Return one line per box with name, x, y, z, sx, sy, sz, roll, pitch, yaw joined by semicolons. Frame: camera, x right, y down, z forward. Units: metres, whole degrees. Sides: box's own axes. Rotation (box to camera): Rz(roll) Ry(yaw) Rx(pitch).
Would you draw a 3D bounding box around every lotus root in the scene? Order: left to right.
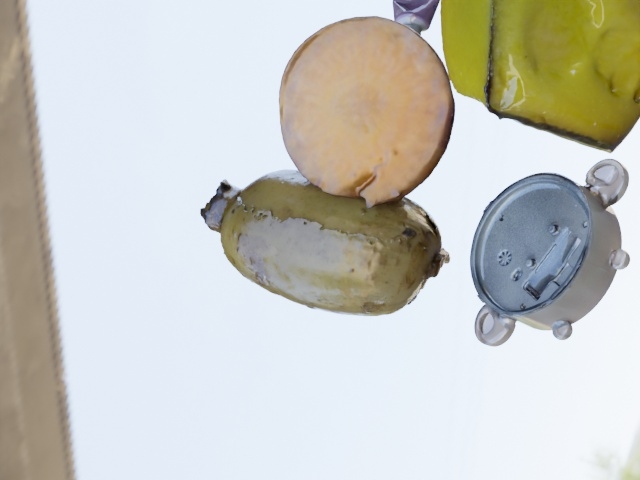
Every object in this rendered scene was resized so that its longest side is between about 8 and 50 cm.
lotus root;0.000;0.000;1.511;0.160;0.284;0.146;16;-88;-73

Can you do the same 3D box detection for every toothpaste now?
toothpaste;0.153;-0.405;1.997;0.048;0.075;0.301;108;175;-67

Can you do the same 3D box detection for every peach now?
peach;0.351;-0.319;2.093;0.242;0.306;0.380;-119;21;-69

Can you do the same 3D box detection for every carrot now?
carrot;0.066;-0.149;1.526;0.254;0.196;0.196;-40;-36;-77

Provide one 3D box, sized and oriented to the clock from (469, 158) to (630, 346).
clock;0.221;0.011;1.374;0.063;0.156;0.229;23;-69;-37
